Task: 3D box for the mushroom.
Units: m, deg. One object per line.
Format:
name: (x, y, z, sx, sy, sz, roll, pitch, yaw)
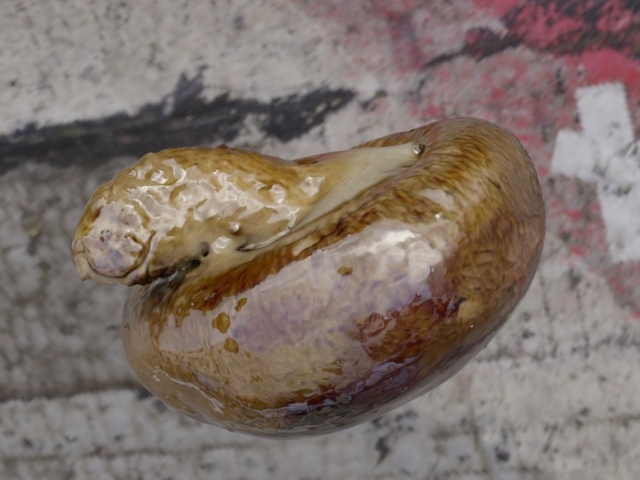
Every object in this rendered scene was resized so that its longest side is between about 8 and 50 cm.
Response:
mushroom: (0.010, 0.022, 1.162, 0.345, 0.345, 0.239, 5, 119, 19)
